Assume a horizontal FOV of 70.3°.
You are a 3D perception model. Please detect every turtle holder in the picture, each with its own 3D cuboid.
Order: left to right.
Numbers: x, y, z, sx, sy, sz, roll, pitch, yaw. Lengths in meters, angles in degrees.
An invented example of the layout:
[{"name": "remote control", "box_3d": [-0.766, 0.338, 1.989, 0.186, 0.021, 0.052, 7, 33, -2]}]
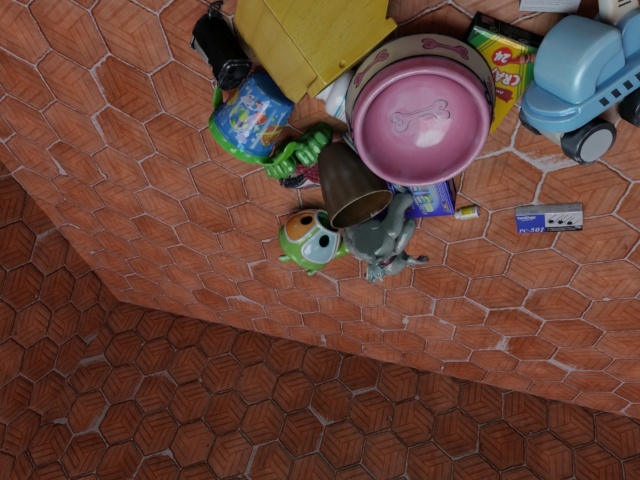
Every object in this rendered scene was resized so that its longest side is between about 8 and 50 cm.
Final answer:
[{"name": "turtle holder", "box_3d": [-0.009, 0.007, 1.907, 0.320, 0.243, 0.227, 39, 124, -11]}]

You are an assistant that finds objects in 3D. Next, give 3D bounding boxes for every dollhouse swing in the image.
[{"name": "dollhouse swing", "box_3d": [-0.036, -0.583, 1.193, 0.315, 0.305, 0.347, -38, 100, 4]}]

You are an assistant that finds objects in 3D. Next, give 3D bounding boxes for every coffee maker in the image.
[{"name": "coffee maker", "box_3d": [-0.290, -0.559, 1.325, 0.178, 0.120, 0.171, 56, 158, 13]}]

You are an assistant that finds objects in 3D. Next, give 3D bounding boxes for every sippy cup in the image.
[{"name": "sippy cup", "box_3d": [-0.207, -0.408, 1.463, 0.305, 0.240, 0.224, 30, 126, -22]}]

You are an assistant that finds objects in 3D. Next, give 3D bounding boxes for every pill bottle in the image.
[{"name": "pill bottle", "box_3d": [0.114, -0.417, 1.364, 0.263, 0.146, 0.146, 26, 144, -8]}, {"name": "pill bottle", "box_3d": [0.540, -0.100, 1.671, 0.083, 0.044, 0.043, -9, 136, 34]}]

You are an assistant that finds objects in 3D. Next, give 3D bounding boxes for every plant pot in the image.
[{"name": "plant pot", "box_3d": [0.084, -0.191, 1.456, 0.215, 0.231, 0.215, -23, 161, -8]}]

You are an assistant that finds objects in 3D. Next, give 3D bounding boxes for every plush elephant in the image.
[{"name": "plush elephant", "box_3d": [0.231, 0.017, 1.606, 0.271, 0.331, 0.255, -10, 158, 25]}]

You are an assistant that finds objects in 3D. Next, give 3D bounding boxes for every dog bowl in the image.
[{"name": "dog bowl", "box_3d": [0.261, -0.319, 1.204, 0.407, 0.151, 0.408, 5, 132, 5]}]

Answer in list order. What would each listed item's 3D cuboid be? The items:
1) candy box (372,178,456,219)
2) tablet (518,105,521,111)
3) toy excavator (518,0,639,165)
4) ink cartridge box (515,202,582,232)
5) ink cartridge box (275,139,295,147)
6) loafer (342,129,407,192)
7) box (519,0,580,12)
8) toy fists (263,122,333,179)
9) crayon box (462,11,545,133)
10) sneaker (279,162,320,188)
[{"name": "candy box", "box_3d": [0.288, -0.204, 1.585, 0.316, 0.122, 0.268, -3, 140, 27]}, {"name": "tablet", "box_3d": [0.617, -0.371, 1.307, 0.083, 0.006, 0.054, -3, 139, 29]}, {"name": "toy excavator", "box_3d": [0.613, -0.452, 0.961, 0.432, 0.222, 0.445, -36, 131, 12]}, {"name": "ink cartridge box", "box_3d": [0.794, -0.076, 1.582, 0.206, 0.046, 0.097, -2, 138, 28]}, {"name": "ink cartridge box", "box_3d": [-0.104, -0.336, 1.673, 0.114, 0.029, 0.063, 3, 141, 22]}, {"name": "loafer", "box_3d": [0.191, -0.266, 1.427, 0.267, 0.096, 0.084, 41, 111, -7]}, {"name": "box", "box_3d": [0.521, -0.590, 1.006, 0.126, 0.072, 0.137, 10, 144, 13]}, {"name": "toy fists", "box_3d": [-0.079, -0.305, 1.569, 0.279, 0.142, 0.096, -21, 129, 28]}, {"name": "crayon box", "box_3d": [0.442, -0.429, 1.250, 0.202, 0.081, 0.319, 20, 145, -1]}, {"name": "sneaker", "box_3d": [-0.012, -0.254, 1.676, 0.298, 0.121, 0.112, -1, 177, 37]}]
